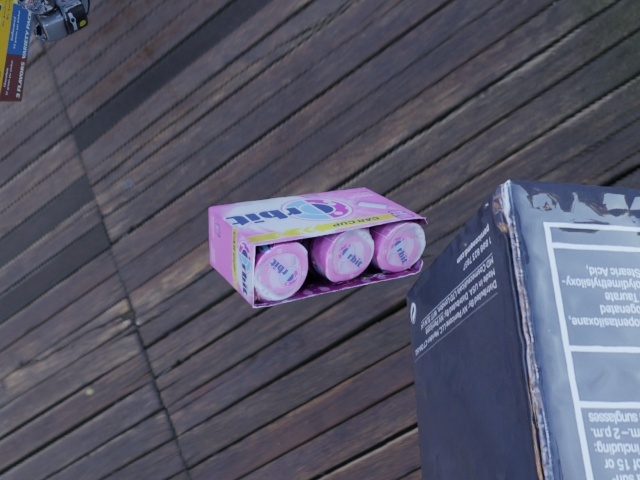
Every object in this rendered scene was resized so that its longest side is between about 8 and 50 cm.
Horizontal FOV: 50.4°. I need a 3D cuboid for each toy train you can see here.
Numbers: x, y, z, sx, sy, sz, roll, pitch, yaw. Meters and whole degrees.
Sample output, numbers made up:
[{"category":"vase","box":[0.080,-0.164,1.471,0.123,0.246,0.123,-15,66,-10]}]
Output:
[{"category":"toy train","box":[-0.162,-0.170,0.362,0.036,0.027,0.158,-26,72,-19]}]

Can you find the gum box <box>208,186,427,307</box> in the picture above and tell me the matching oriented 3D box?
[{"category":"gum box","box":[0.000,0.000,0.653,0.107,0.188,0.062,34,128,54]}]

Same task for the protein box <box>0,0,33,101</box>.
[{"category":"protein box","box":[-0.373,-0.200,0.549,0.201,0.200,0.135,13,102,-2]}]

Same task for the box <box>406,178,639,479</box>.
[{"category":"box","box":[0.219,0.143,0.381,0.296,0.182,0.294,4,64,-10]}]
